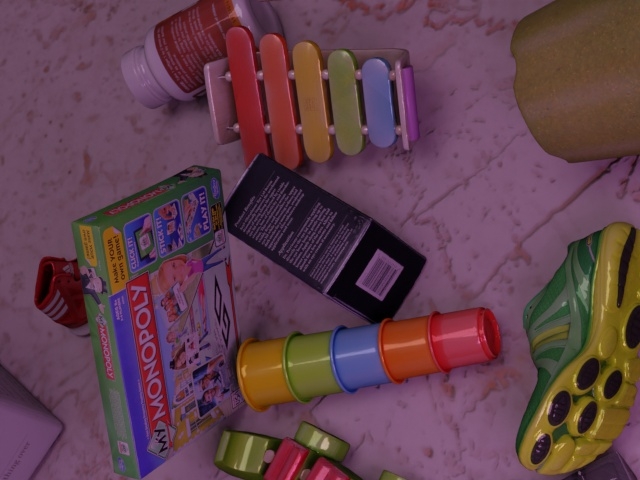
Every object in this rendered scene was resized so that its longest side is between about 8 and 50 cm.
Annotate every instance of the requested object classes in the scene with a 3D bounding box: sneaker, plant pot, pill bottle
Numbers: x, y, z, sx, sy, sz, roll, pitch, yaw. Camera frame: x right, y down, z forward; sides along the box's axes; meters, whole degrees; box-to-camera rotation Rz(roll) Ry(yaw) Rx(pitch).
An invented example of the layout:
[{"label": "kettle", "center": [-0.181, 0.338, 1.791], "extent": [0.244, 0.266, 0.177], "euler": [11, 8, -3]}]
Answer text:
[{"label": "sneaker", "center": [0.279, 0.121, 1.399], "extent": [0.123, 0.109, 0.295], "euler": [-12, 48, 58]}, {"label": "plant pot", "center": [0.358, -0.200, 1.407], "extent": [0.254, 0.276, 0.276], "euler": [-14, 63, 39]}, {"label": "sneaker", "center": [-0.299, 0.043, 1.768], "extent": [0.221, 0.128, 0.087], "euler": [-41, 55, 11]}, {"label": "pill bottle", "center": [-0.171, -0.273, 1.828], "extent": [0.216, 0.121, 0.121], "euler": [-24, 59, 21]}]

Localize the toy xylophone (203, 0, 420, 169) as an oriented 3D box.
[{"label": "toy xylophone", "center": [-0.010, -0.212, 1.672], "extent": [0.323, 0.081, 0.236], "euler": [-5, 106, 35]}]

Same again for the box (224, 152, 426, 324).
[{"label": "box", "center": [0.000, 0.000, 1.589], "extent": [0.207, 0.153, 0.108], "euler": [31, 89, 38]}]

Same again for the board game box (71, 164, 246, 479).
[{"label": "board game box", "center": [-0.182, 0.094, 1.528], "extent": [0.046, 0.213, 0.317], "euler": [9, 115, 33]}]

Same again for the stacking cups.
[{"label": "stacking cups", "center": [0.060, 0.135, 1.544], "extent": [0.316, 0.096, 0.096], "euler": [-13, 64, 22]}]

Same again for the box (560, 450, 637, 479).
[{"label": "box", "center": [0.264, 0.345, 1.284], "extent": [0.183, 0.056, 0.231], "euler": [-31, 35, 11]}]

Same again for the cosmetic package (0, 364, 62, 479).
[{"label": "cosmetic package", "center": [-0.640, 0.254, 1.724], "extent": [0.327, 0.394, 0.329], "euler": [34, 89, 37]}]

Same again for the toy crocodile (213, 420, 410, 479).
[{"label": "toy crocodile", "center": [0.024, 0.296, 1.477], "extent": [0.341, 0.105, 0.115], "euler": [24, 84, 36]}]
